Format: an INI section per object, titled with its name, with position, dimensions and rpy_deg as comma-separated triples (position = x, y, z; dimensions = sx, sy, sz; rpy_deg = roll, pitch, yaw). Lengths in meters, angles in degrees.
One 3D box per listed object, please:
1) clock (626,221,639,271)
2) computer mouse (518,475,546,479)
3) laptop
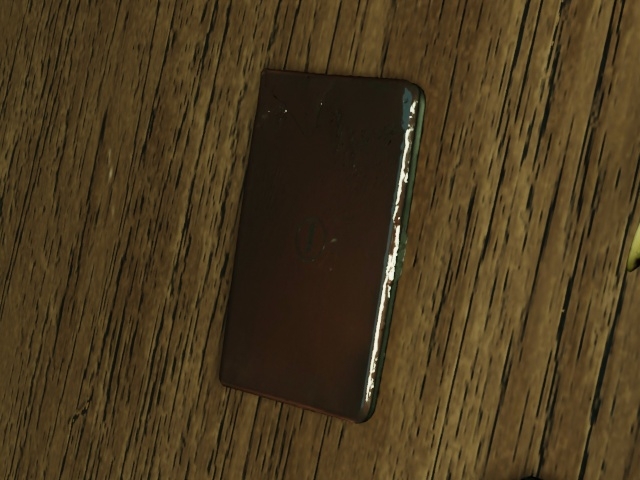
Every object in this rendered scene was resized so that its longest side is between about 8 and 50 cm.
[clock]
position = 0.224, -0.063, 0.828
dimensions = 0.069, 0.170, 0.232
rpy_deg = 51, 137, -5
[computer mouse]
position = 0.071, 0.220, 1.013
dimensions = 0.241, 0.078, 0.146
rpy_deg = -50, 51, 32
[laptop]
position = 0.000, 0.000, 1.175
dimensions = 0.154, 0.026, 0.207
rpy_deg = 9, 92, 48
